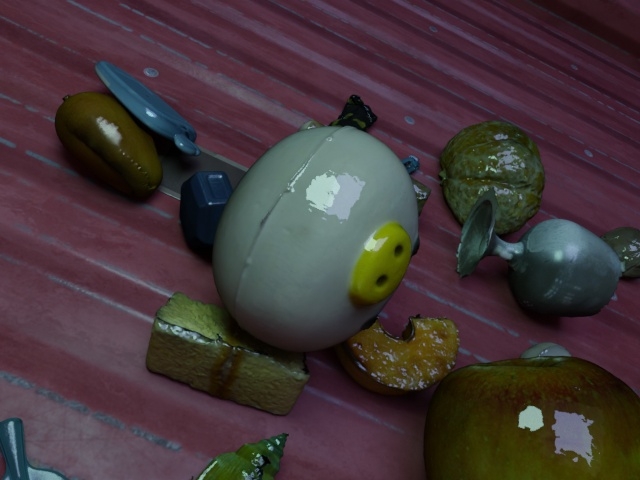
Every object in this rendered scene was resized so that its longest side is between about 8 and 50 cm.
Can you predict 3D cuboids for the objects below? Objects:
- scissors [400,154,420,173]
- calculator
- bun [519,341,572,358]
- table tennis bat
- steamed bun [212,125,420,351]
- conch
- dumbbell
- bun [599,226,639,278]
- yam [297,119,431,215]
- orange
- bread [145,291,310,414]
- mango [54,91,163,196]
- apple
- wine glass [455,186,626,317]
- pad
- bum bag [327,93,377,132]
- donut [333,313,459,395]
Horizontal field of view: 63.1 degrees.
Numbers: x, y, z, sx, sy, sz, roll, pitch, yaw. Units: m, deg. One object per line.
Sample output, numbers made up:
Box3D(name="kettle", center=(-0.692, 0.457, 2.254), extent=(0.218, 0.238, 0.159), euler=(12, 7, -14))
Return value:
Box3D(name="scissors", center=(0.116, -0.154, 1.308), extent=(0.393, 0.032, 0.180), euler=(-23, 66, -36))
Box3D(name="calculator", center=(-0.362, -0.282, 1.114), extent=(0.303, 0.042, 0.188), euler=(41, 8, 14))
Box3D(name="bun", center=(0.455, 0.277, 1.086), extent=(0.138, 0.094, 0.138), euler=(1, 88, -26))
Box3D(name="table tennis bat", center=(-0.389, 0.329, 0.678), extent=(0.124, 0.033, 0.201), euler=(-11, 64, -34))
Box3D(name="steamed bun", center=(-0.005, -0.003, 0.853), extent=(0.334, 0.334, 0.373), euler=(33, 82, 3))
Box3D(name="conch", center=(-0.124, 0.355, 0.760), extent=(0.201, 0.079, 0.095), euler=(-22, 47, -28))
Box3D(name="dumbbell", center=(-0.111, -0.068, 1.051), extent=(0.325, 0.160, 0.144), euler=(-8, 89, -31))
Box3D(name="bun", center=(0.876, 0.027, 1.468), extent=(0.167, 0.113, 0.173), euler=(34, 45, 4))
Box3D(name="yam", center=(0.102, -0.179, 1.247), extent=(0.357, 0.081, 0.081), euler=(32, 47, 3))
Box3D(name="orange", center=(0.475, -0.190, 1.395), extent=(0.271, 0.210, 0.368), euler=(17, 46, -9))
Box3D(name="bread", center=(-0.149, 0.189, 0.860), extent=(0.266, 0.178, 0.141), euler=(20, 79, -6))
Box3D(name="mango", center=(-0.405, -0.185, 1.009), extent=(0.236, 0.166, 0.136), euler=(45, 88, -10))
Box3D(name="apple", center=(0.345, 0.362, 0.832), extent=(0.374, 0.374, 0.384), euler=(53, 11, 20))
Box3D(name="wine glass", center=(0.497, 0.042, 1.199), extent=(0.323, 0.238, 0.238), euler=(19, 48, -5))
Box3D(name="pad", center=(-0.236, -0.128, 1.140), extent=(0.266, 0.002, 0.176), euler=(24, 47, -6))
Box3D(name="bum bag", center=(0.086, -0.320, 1.409), extent=(0.107, 0.060, 0.232), euler=(23, 44, 5))
Box3D(name="donut", center=(0.137, 0.219, 0.969), extent=(0.259, 0.101, 0.152), euler=(9, 50, -20))
